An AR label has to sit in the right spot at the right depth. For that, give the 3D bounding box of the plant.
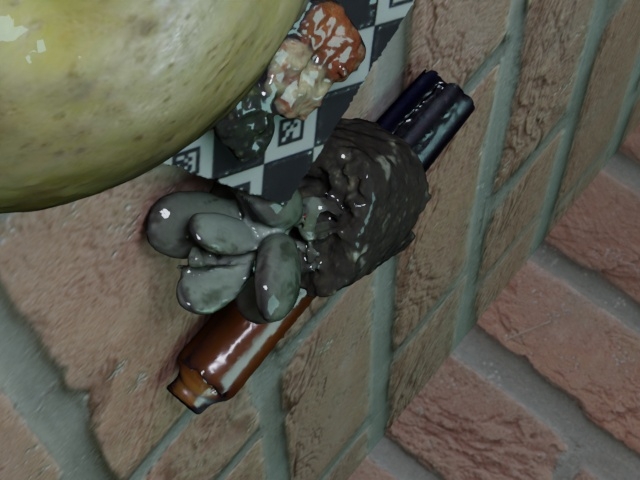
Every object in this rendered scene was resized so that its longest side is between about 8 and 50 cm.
[{"bbox_3d":[-0.030,-0.015,1.273,0.274,0.146,0.149,-29,131,-53],"label":"plant"}]

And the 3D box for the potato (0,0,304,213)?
[{"bbox_3d":[-0.120,-0.131,0.619,0.243,0.221,0.326,-48,177,18],"label":"potato"}]

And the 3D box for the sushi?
[{"bbox_3d":[-0.026,-0.128,1.054,0.231,0.047,0.220,18,109,-50],"label":"sushi"}]

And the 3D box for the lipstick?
[{"bbox_3d":[0.000,0.000,1.497,0.418,0.077,0.077,-49,164,-10],"label":"lipstick"}]
